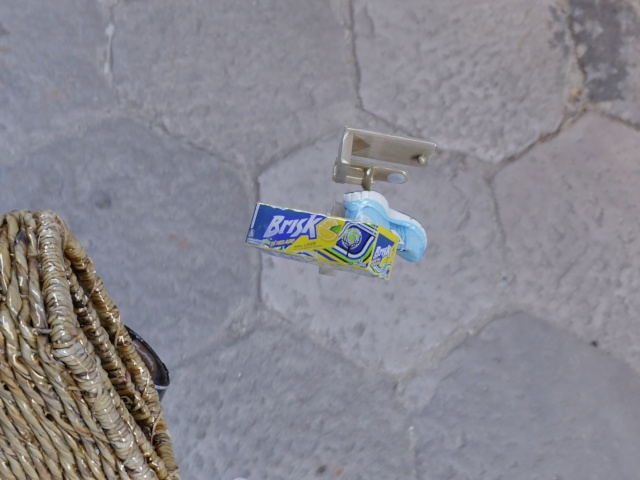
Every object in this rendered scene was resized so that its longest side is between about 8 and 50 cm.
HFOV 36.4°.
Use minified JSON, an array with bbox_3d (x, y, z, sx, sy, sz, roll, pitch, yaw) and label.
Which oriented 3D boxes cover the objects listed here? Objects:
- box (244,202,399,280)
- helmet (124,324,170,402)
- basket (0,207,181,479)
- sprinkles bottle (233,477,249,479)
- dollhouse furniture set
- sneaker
[{"bbox_3d":[0.000,0.000,1.118,0.169,0.059,0.054,10,81,31],"label":"box"},{"bbox_3d":[-0.305,0.204,1.320,0.161,0.169,0.169,-42,80,6],"label":"helmet"},{"bbox_3d":[-0.229,0.116,0.917,0.223,0.299,0.213,-2,40,21],"label":"basket"},{"bbox_3d":[-0.012,0.527,1.671,0.355,0.121,0.121,18,62,21],"label":"sprinkles bottle"},{"bbox_3d":[0.075,-0.043,1.304,0.123,0.144,0.151,9,61,-4],"label":"dollhouse furniture set"},{"bbox_3d":[0.076,-0.002,1.228,0.162,0.063,0.073,31,61,-45],"label":"sneaker"}]
